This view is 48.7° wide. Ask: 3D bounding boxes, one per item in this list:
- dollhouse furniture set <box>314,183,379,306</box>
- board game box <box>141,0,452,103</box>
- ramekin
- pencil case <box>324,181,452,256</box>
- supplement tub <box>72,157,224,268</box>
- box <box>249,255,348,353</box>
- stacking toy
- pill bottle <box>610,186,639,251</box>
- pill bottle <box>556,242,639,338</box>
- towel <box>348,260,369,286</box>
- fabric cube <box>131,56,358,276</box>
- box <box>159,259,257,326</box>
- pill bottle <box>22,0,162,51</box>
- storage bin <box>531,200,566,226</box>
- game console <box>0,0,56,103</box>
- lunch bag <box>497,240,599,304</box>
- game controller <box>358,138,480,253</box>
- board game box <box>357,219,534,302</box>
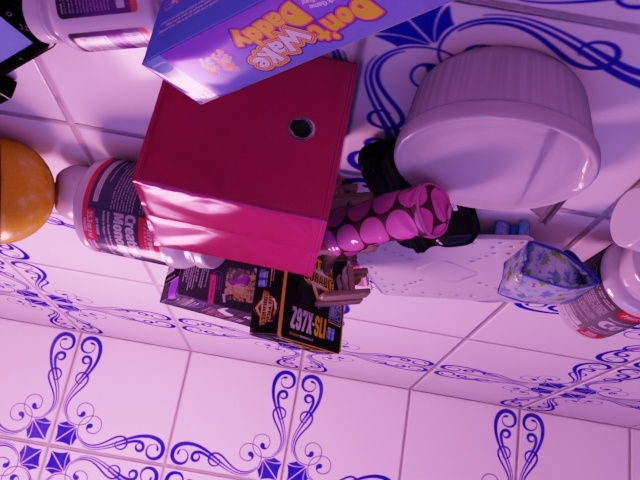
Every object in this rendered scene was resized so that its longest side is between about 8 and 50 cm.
[{"bbox_3d":[0.000,0.000,1.290,0.161,0.212,0.242,-4,165,-8],"label":"dollhouse furniture set"},{"bbox_3d":[0.000,-0.279,0.622,0.347,0.233,0.078,-10,151,42],"label":"board game box"},{"bbox_3d":[0.245,-0.153,0.980,0.273,0.127,0.273,9,159,4],"label":"ramekin"},{"bbox_3d":[0.103,-0.030,1.071,0.098,0.095,0.209,18,162,-37],"label":"pencil case"},{"bbox_3d":[-0.317,-0.051,1.372,0.272,0.191,0.191,10,160,16],"label":"supplement tub"},{"bbox_3d":[-0.034,0.097,1.500,0.079,0.257,0.322,2,166,23],"label":"box"},{"bbox_3d":[-0.653,-0.090,1.390,0.480,0.350,0.350,3,164,-28],"label":"stacking toy"},{"bbox_3d":[0.611,-0.010,1.174,0.229,0.131,0.131,15,158,-13],"label":"pill bottle"},{"bbox_3d":[0.596,0.088,1.387,0.161,0.161,0.283,12,159,-4],"label":"pill bottle"},{"bbox_3d":[0.024,0.077,1.807,0.197,0.029,0.144,4,158,10],"label":"towel"},{"bbox_3d":[-0.104,-0.121,1.047,0.258,0.254,0.259,12,159,-2],"label":"fabric cube"},{"bbox_3d":[-0.266,0.123,1.888,0.270,0.143,0.165,19,159,-24],"label":"box"},{"bbox_3d":[-0.267,-0.292,0.880,0.193,0.108,0.108,2,157,21],"label":"pill bottle"},{"bbox_3d":[0.361,-0.101,1.129,0.091,0.098,0.135,36,162,11],"label":"storage bin"},{"bbox_3d":[-0.542,-0.297,1.081,0.361,0.044,0.213,-9,152,40],"label":"game console"},{"bbox_3d":[0.442,0.073,1.372,0.151,0.096,0.129,21,158,1],"label":"lunch bag"},{"bbox_3d":[0.184,-0.076,1.267,0.166,0.067,0.319,-12,146,16],"label":"game controller"},{"bbox_3d":[0.283,0.049,1.583,0.390,0.050,0.390,1,158,20],"label":"board game box"}]
